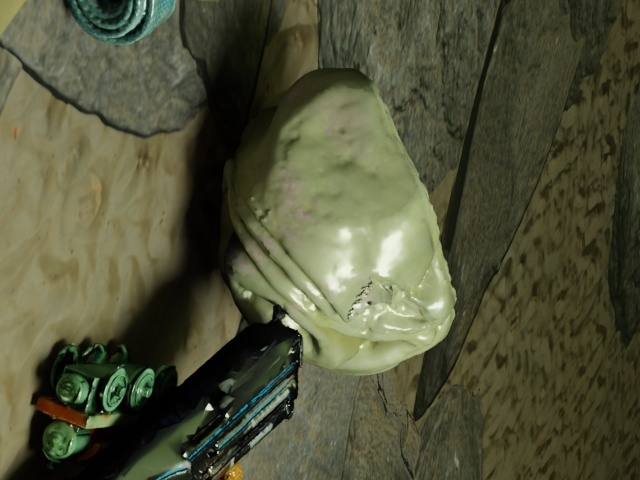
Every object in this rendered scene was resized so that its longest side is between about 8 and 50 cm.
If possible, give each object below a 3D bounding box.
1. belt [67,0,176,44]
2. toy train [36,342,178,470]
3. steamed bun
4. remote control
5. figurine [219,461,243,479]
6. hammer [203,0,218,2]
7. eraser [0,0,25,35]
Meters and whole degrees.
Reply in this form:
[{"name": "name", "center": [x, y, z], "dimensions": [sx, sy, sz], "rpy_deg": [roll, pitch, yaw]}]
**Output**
[{"name": "belt", "center": [-0.156, -0.303, 1.494], "dimensions": [0.072, 0.087, 0.302], "rpy_deg": [-38, 136, -53]}, {"name": "toy train", "center": [-0.189, 0.155, 1.677], "dimensions": [0.176, 0.074, 0.118], "rpy_deg": [4, 103, -69]}, {"name": "steamed bun", "center": [0.000, 0.000, 1.841], "dimensions": [0.320, 0.206, 0.275], "rpy_deg": [68, -7, -24]}, {"name": "remote control", "center": [-0.150, 0.217, 1.669], "dimensions": [0.399, 0.062, 0.145], "rpy_deg": [-41, 150, -32]}, {"name": "figurine", "center": [-0.118, 0.245, 1.936], "dimensions": [0.064, 0.047, 0.109], "rpy_deg": [-55, 159, 22]}, {"name": "hammer", "center": [-0.135, -0.252, 1.661], "dimensions": [0.195, 0.028, 0.060], "rpy_deg": [5, 91, -67]}, {"name": "eraser", "center": [-0.295, -0.139, 1.252], "dimensions": [0.144, 0.078, 0.343], "rpy_deg": [74, 35, -48]}]
